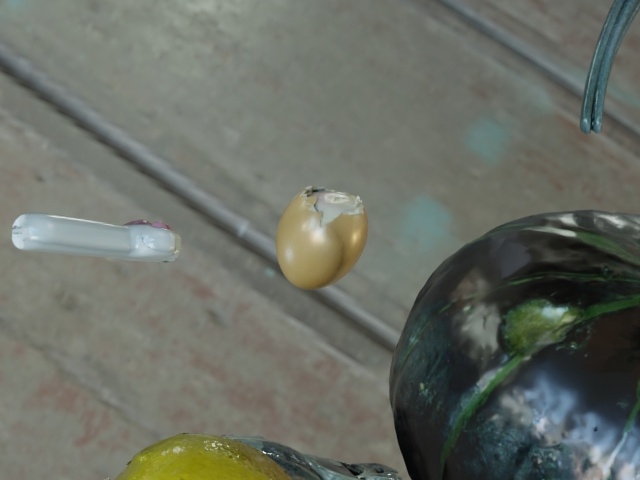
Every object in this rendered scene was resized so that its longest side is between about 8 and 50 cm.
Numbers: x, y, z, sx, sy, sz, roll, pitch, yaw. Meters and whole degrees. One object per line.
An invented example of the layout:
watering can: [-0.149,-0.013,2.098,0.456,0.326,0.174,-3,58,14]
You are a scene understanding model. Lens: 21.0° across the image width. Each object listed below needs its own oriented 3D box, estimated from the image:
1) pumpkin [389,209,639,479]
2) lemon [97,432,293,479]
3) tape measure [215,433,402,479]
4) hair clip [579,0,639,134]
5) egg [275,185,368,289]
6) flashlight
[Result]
pumpkin: [0.209,0.103,1.151,0.315,0.238,0.315,12,34,-8]
lemon: [-0.089,0.245,1.392,0.206,0.173,0.173,17,26,33]
tape measure: [-0.072,0.323,1.704,0.275,0.256,0.147,8,1,-6]
hair clip: [0.239,-0.173,1.274,0.070,0.039,0.229,28,73,18]
egg: [0.000,0.000,1.539,0.080,0.096,0.080,11,21,-4]
flashlight: [-0.248,-0.005,1.910,0.200,0.093,0.047,7,82,-36]
